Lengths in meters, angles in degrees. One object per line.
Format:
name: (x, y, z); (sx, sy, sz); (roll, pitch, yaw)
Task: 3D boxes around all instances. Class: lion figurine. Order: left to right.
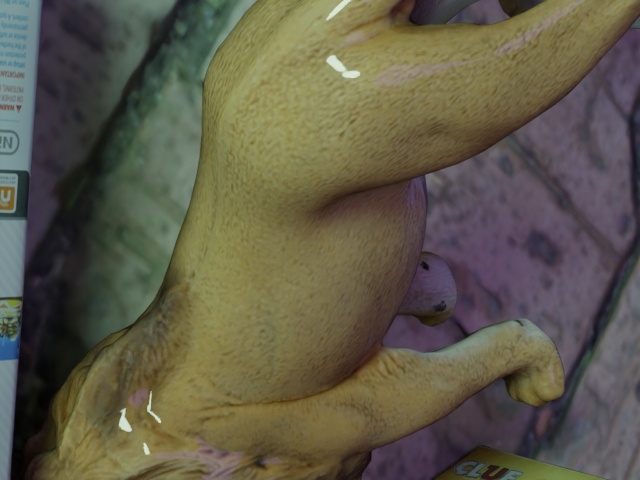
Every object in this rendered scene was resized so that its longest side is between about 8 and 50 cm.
lion figurine: (0.000, 0.000, 0.694); (0.240, 0.142, 0.392); (-15, 132, -34)

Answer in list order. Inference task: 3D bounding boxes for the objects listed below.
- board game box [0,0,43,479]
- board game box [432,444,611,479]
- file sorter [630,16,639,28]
board game box: (-0.205, 0.019, 0.603); (0.224, 0.097, 0.303); (1, 94, -51)
board game box: (0.102, 0.165, 0.798); (0.165, 0.243, 0.042); (-30, 113, -32)
file sorter: (0.153, -0.245, 0.825); (0.173, 0.193, 0.277); (16, 86, -41)
